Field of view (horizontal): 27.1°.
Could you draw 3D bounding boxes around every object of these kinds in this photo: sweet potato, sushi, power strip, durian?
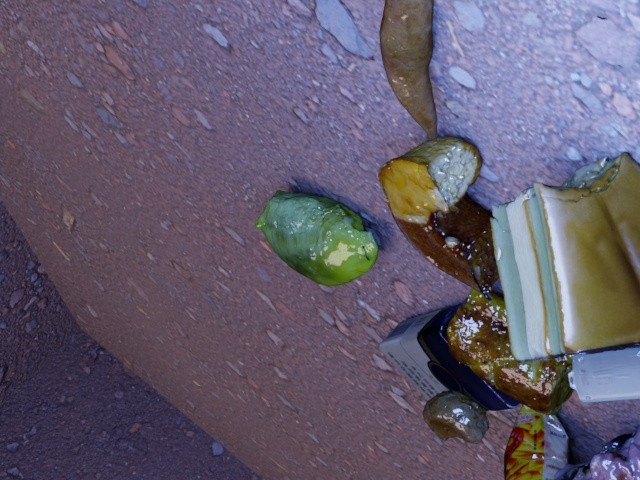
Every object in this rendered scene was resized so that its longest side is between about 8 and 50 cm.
[{"bbox_3d":[0.094,-0.221,1.426,0.067,0.059,0.281,23,154,23],"label":"sweet potato"},{"bbox_3d":[0.388,0.346,1.705,0.171,0.236,0.270,56,149,13],"label":"sushi"},{"bbox_3d":[0.391,0.139,1.446,0.252,0.027,0.060,-9,95,33],"label":"power strip"},{"bbox_3d":[0.000,0.000,2.011,0.250,0.101,0.139,29,154,40],"label":"durian"}]

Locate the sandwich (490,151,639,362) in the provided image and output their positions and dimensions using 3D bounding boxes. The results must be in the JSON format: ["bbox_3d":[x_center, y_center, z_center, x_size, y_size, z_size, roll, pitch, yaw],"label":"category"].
[{"bbox_3d":[0.314,0.013,1.390,0.155,0.227,0.198,152,110,-72],"label":"sandwich"}]

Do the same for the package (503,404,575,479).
[{"bbox_3d":[0.323,0.375,1.951,0.108,0.288,0.223,-2,140,10],"label":"package"}]

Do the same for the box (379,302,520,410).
[{"bbox_3d":[0.203,0.185,2.015,0.168,0.071,0.259,46,162,-5],"label":"box"}]

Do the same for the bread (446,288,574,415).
[{"bbox_3d":[0.259,0.150,1.778,0.172,0.103,0.132,33,164,24],"label":"bread"}]

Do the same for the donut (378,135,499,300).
[{"bbox_3d":[0.153,-0.048,1.620,0.141,0.085,0.217,27,153,44],"label":"donut"}]

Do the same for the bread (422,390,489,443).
[{"bbox_3d":[0.199,0.258,1.973,0.082,0.060,0.113,49,159,-18],"label":"bread"}]
